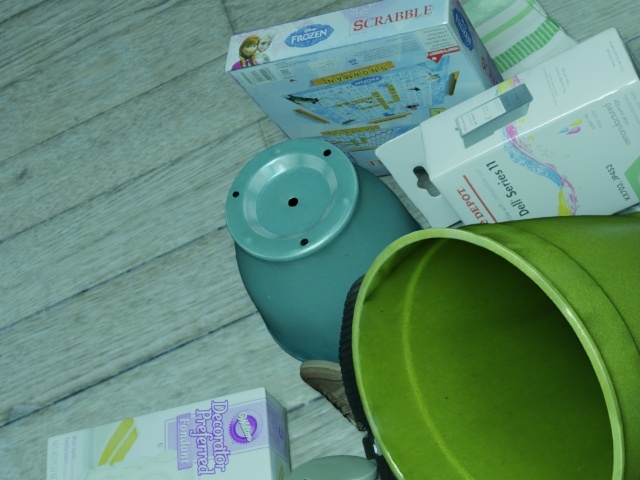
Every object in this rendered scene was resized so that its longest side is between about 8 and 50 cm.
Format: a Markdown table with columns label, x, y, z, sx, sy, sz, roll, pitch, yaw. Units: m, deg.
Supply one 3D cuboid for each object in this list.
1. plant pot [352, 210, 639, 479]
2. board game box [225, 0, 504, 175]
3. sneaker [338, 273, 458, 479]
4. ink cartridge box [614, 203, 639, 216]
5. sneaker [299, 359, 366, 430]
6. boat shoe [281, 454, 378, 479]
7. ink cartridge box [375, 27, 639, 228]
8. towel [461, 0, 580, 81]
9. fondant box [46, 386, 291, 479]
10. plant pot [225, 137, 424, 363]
| label | x | y | z | sx | sy | sz | roll | pitch | yaw |
| --- | --- | --- | --- | --- | --- | --- | --- | --- | --- |
| plant pot | 0.287 | 0.122 | 1.222 | 0.352 | 0.367 | 0.366 | -18 | 46 | -37 |
| board game box | 0.085 | -0.201 | 1.506 | 0.318 | 0.318 | 0.066 | -7 | 61 | 26 |
| sneaker | 0.121 | 0.199 | 1.367 | 0.146 | 0.122 | 0.331 | -9 | 83 | -27 |
| ink cartridge box | 0.478 | -0.059 | 1.462 | 0.207 | 0.046 | 0.097 | 25 | 73 | 31 |
| sneaker | 0.046 | 0.214 | 1.457 | 0.188 | 0.066 | 0.071 | 13 | 68 | 27 |
| boat shoe | -0.010 | 0.334 | 1.357 | 0.079 | 0.227 | 0.081 | 14 | 108 | 36 |
| ink cartridge box | 0.271 | -0.100 | 1.428 | 0.353 | 0.207 | 0.119 | -26 | 42 | 20 |
| towel | 0.281 | -0.250 | 1.655 | 0.247 | 0.038 | 0.325 | -34 | 55 | 0 |
| fondant box | -0.203 | 0.352 | 1.455 | 0.330 | 0.096 | 0.238 | -14 | 58 | 12 |
| plant pot | 0.000 | 0.000 | 1.485 | 0.271 | 0.255 | 0.272 | -10 | 58 | 16 |
